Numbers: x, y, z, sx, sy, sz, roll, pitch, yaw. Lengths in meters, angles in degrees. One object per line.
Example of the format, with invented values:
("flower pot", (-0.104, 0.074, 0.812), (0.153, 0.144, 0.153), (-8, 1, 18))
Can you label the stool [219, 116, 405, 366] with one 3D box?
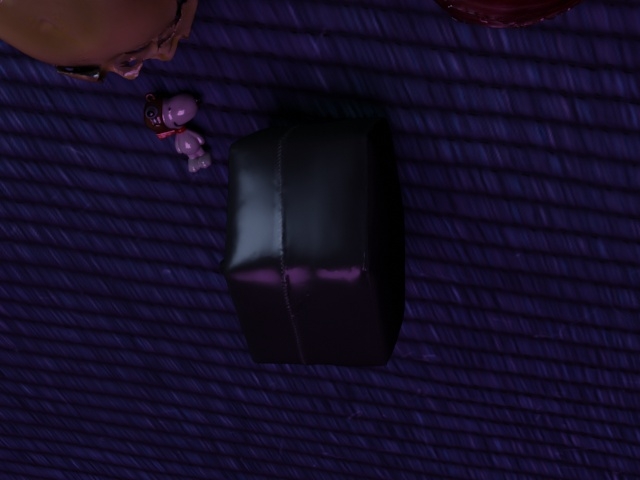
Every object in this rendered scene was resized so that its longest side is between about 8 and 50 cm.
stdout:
("stool", (0.000, 0.000, 0.855), (0.141, 0.232, 0.232), (-3, 130, 11))

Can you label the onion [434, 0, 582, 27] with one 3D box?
("onion", (0.150, -0.252, 0.581), (0.219, 0.252, 0.252), (15, 132, -4))

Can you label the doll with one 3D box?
("doll", (-0.139, -0.107, 0.909), (0.058, 0.040, 0.085), (-5, 130, 2))

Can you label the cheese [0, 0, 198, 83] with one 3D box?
("cheese", (-0.220, -0.265, 0.735), (0.259, 0.128, 0.316), (-16, 121, 34))
